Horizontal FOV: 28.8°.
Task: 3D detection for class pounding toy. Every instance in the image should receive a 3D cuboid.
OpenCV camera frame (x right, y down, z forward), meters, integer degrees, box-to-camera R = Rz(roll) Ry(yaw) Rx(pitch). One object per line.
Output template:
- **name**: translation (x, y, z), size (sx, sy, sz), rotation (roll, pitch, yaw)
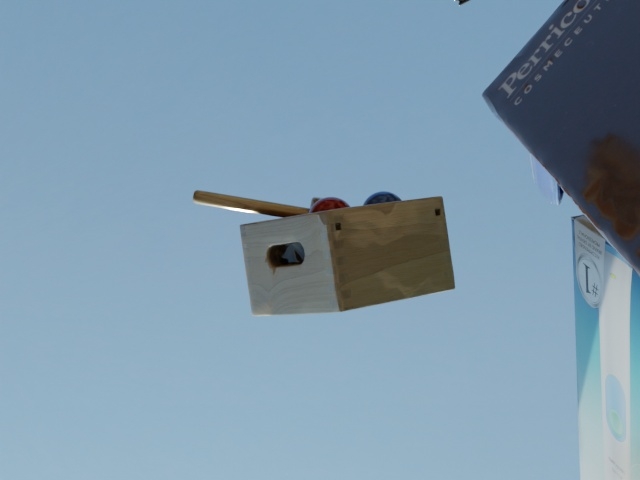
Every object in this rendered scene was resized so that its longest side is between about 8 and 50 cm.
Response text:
- **pounding toy**: translation (0.000, 0.000, 0.929), size (0.130, 0.141, 0.100), rotation (-8, -89, -38)

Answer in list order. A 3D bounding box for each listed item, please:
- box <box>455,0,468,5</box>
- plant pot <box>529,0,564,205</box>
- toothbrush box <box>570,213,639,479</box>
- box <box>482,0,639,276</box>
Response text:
- **box**: translation (0.257, -0.351, 1.121), size (0.076, 0.307, 0.242), rotation (56, -147, -20)
- **plant pot**: translation (0.354, -0.147, 1.391), size (0.212, 0.236, 0.235), rotation (14, -104, 17)
- **toothbrush box**: translation (0.260, 0.138, 0.745), size (0.126, 0.216, 0.295), rotation (-16, -63, -16)
- **box**: translation (0.222, -0.033, 0.503), size (0.143, 0.381, 0.191), rotation (37, -77, -21)
